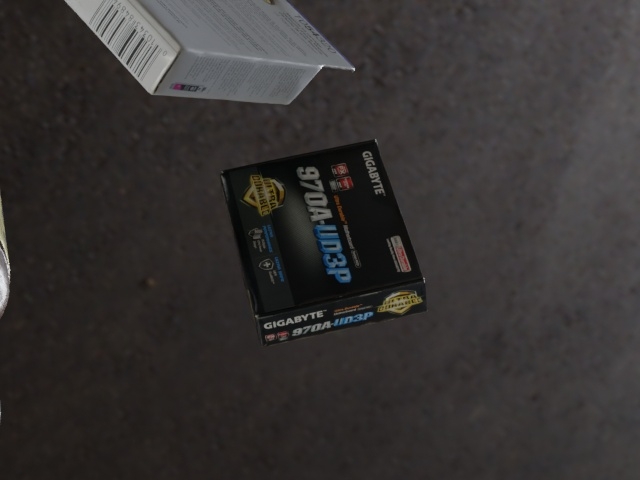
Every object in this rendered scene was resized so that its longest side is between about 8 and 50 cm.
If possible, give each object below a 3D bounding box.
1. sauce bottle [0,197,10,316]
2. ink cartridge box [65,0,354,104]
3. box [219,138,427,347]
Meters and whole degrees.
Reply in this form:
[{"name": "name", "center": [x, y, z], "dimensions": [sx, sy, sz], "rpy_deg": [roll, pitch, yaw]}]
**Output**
[{"name": "sauce bottle", "center": [-0.290, 0.002, 1.340], "dimensions": [0.111, 0.344, 0.111], "rpy_deg": [-8, 141, -7]}, {"name": "ink cartridge box", "center": [-0.164, -0.271, 1.950], "dimensions": [0.071, 0.324, 0.330], "rpy_deg": [-53, 154, 20]}, {"name": "box", "center": [0.000, 0.000, 1.862], "dimensions": [0.175, 0.220, 0.051], "rpy_deg": [-11, 136, -4]}]
